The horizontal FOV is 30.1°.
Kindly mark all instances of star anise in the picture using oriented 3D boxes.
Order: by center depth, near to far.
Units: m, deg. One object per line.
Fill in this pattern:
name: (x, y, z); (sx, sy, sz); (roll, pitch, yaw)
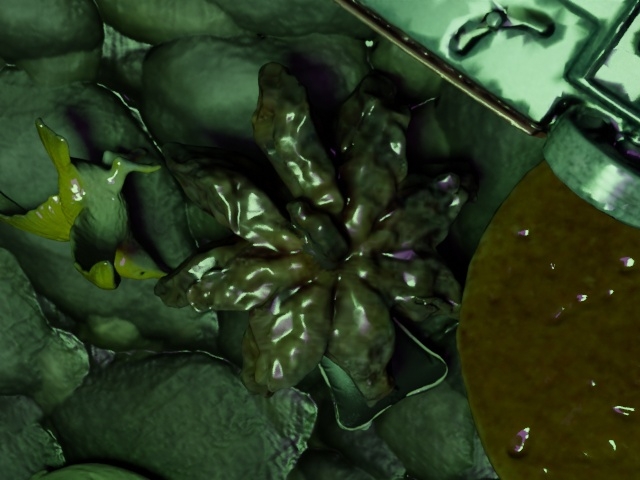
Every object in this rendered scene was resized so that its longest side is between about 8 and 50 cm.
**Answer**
star anise: (-0.001, -0.001, 0.792); (0.223, 0.109, 0.236); (-44, 96, 2)

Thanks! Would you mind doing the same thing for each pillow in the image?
pillow: (0.024, 0.070, 0.876); (0.091, 0.055, 0.135); (-27, 100, 39)

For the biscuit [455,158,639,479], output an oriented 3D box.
biscuit: (0.282, 0.065, 0.725); (0.394, 0.070, 0.350); (-3, 69, 18)

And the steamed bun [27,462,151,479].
steamed bun: (-0.170, 0.309, 0.948); (0.164, 0.146, 0.241); (6, 111, 14)

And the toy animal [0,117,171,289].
toy animal: (-0.148, -0.021, 0.860); (0.155, 0.219, 0.095); (17, 97, -35)

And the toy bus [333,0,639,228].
toy bus: (0.112, -0.189, 0.645); (0.427, 0.233, 0.203); (37, 113, 9)
